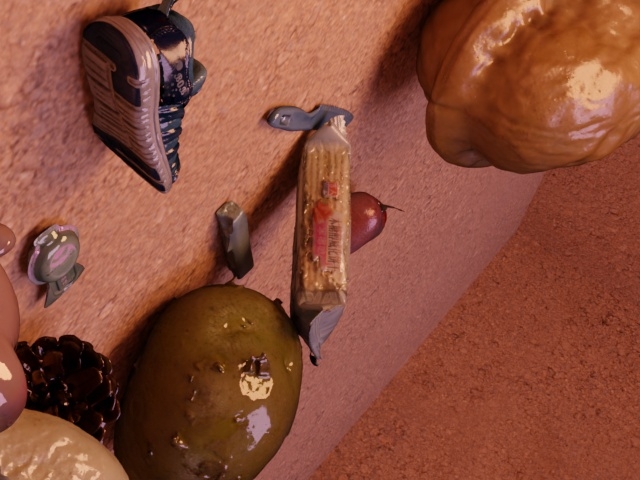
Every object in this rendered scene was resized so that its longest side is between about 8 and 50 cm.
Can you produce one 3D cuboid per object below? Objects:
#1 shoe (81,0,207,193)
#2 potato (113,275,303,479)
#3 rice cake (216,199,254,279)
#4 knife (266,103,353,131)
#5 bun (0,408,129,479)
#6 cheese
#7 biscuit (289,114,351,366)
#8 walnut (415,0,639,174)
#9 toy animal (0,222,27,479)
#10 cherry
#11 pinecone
[{"bbox_3d":[-0.144,-0.127,0.934,0.106,0.091,0.207,-40,156,-30],"label":"shoe"},{"bbox_3d":[-0.158,0.234,1.403,0.269,0.219,0.359,-73,-171,-59],"label":"potato"},{"bbox_3d":[-0.116,0.004,1.413,0.042,0.030,0.180,-46,161,-19],"label":"rice cake"},{"bbox_3d":[-0.007,-0.166,1.423,0.044,0.019,0.313,-61,166,13],"label":"knife"},{"bbox_3d":[-0.316,0.258,0.973,0.259,0.259,0.160,107,-5,-49],"label":"bun"},{"bbox_3d":[-0.258,0.022,1.031,0.067,0.026,0.120,-47,163,-25],"label":"cheese"},{"bbox_3d":[0.000,0.002,1.449,0.186,0.079,0.309,97,-5,-67],"label":"biscuit"},{"bbox_3d":[0.330,-0.266,1.568,0.383,0.383,0.383,-50,164,-20],"label":"walnut"},{"bbox_3d":[-0.325,0.104,0.733,0.221,0.229,0.210,4,164,-27],"label":"toy animal"},{"bbox_3d":[0.059,-0.035,1.760,0.126,0.087,0.106,-31,165,-15],"label":"cherry"},{"bbox_3d":[-0.275,0.164,1.070,0.140,0.140,0.121,-54,180,-4],"label":"pinecone"}]
